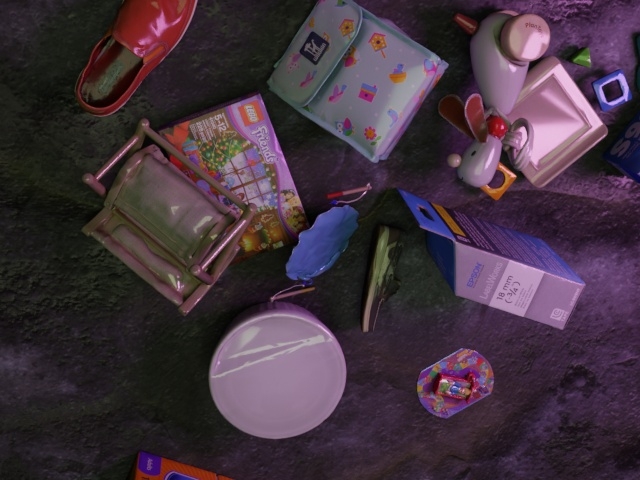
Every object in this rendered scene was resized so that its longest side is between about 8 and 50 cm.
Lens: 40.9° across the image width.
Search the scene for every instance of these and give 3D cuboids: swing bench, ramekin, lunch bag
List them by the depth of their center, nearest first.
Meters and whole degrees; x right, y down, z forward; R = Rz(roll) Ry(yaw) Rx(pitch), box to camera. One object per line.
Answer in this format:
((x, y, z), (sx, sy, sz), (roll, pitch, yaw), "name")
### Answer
((-0.274, -0.033, 1.515), (0.253, 0.254, 0.165), (39, 65, 3), "swing bench")
((0.059, -0.299, 1.531), (0.262, 0.160, 0.223), (36, 105, 6), "lunch bag")
((-0.088, 0.245, 1.708), (0.273, 0.127, 0.272), (-2, 109, -6), "ramekin")

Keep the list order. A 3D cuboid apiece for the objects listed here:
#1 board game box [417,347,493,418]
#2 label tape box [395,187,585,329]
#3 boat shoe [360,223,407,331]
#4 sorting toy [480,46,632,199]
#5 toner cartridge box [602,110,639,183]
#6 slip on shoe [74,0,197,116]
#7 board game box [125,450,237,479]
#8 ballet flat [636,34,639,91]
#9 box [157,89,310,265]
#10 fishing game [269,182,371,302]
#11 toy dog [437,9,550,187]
((0.291, 0.311, 1.827), (0.169, 0.033, 0.133), (-30, 109, 3), "board game box")
((0.295, 0.031, 1.627), (0.334, 0.240, 0.105), (18, 107, -12), "label tape box")
((0.126, 0.080, 1.706), (0.074, 0.080, 0.223), (8, 103, -4), "boat shoe")
((0.428, -0.228, 1.662), (0.348, 0.047, 0.196), (-40, 104, 6), "sorting toy")
((0.702, -0.259, 1.622), (0.075, 0.165, 0.347), (34, 100, -16), "toner cartridge box")
((-0.319, -0.354, 1.496), (0.123, 0.101, 0.331), (35, 99, -15), "slip on shoe")
((-0.271, 0.708, 1.716), (0.357, 0.356, 0.356), (21, 104, -14), "board game box")
((0.634, -0.343, 1.653), (0.041, 0.041, 0.114), (-10, 110, -4), "ballet flat")
((-0.157, -0.111, 1.618), (0.201, 0.057, 0.293), (-21, 110, -1), "box")
((0.000, 0.000, 1.636), (0.041, 0.189, 0.264), (42, 124, 25), "fishing game")
((0.285, -0.277, 1.547), (0.161, 0.220, 0.333), (13, 81, -11), "toy dog")
